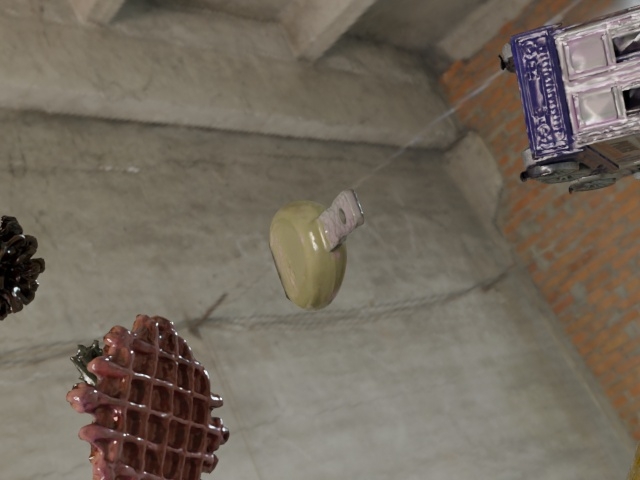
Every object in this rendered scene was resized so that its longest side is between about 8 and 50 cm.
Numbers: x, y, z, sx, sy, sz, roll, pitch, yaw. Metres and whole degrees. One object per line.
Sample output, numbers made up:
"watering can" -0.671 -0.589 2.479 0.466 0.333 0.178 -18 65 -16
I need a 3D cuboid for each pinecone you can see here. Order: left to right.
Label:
"pinecone" -0.612 0.031 1.565 0.292 0.246 0.246 11 -14 23

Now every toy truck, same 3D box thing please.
"toy truck" 0.275 -0.120 0.830 0.155 0.124 0.268 -12 -7 27

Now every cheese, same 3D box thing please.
"cheese" 0.000 0.000 0.732 0.037 0.097 0.192 -17 -9 -18

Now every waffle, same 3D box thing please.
"waffle" -0.190 0.202 1.031 0.056 0.234 0.221 -12 17 30

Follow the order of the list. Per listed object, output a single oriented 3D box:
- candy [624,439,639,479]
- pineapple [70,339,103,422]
"candy" 0.291 0.153 0.469 0.260 0.259 0.118 -23 -25 -7
"pineapple" -0.285 0.245 1.297 0.125 0.251 0.125 -26 -36 -20
